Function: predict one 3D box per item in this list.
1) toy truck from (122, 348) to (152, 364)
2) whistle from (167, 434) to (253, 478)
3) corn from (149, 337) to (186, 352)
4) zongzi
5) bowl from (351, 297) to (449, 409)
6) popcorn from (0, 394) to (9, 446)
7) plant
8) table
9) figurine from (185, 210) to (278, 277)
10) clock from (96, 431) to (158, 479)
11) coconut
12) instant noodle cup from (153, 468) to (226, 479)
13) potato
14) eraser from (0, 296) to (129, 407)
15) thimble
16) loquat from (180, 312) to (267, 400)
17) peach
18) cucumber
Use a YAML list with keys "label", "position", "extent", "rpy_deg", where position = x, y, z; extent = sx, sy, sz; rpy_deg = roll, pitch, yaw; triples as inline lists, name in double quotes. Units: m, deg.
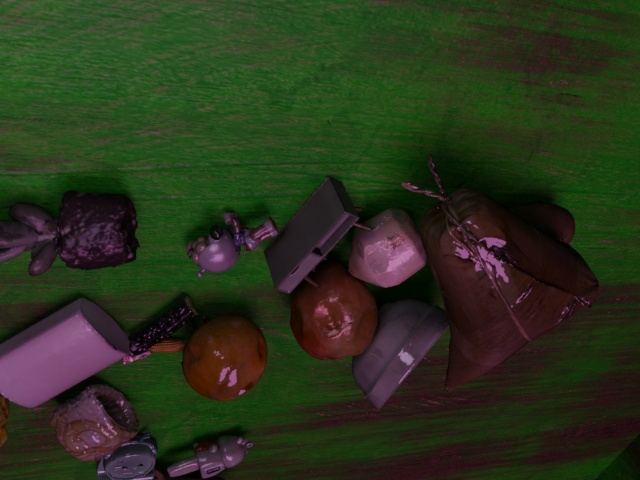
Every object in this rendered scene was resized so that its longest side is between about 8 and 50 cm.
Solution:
- label: "toy truck"
  position: [-0.445, 0.272, 1.638]
  extent: [0.083, 0.024, 0.032]
  rpy_deg: [-20, 115, -5]
- label: "whistle"
  position: [-0.316, 0.627, 1.987]
  extent: [0.253, 0.106, 0.102]
  rpy_deg: [-17, 106, -16]
- label: "corn"
  position: [-0.366, 0.250, 1.640]
  extent: [0.092, 0.037, 0.037]
  rpy_deg: [5, 130, -27]
- label: "zongzi"
  position: [0.278, 0.129, 1.465]
  extent: [0.499, 0.218, 0.467]
  rpy_deg: [27, 113, -30]
- label: "bowl"
  position: [0.188, 0.268, 1.746]
  extent: [0.307, 0.163, 0.307]
  rpy_deg: [-49, 166, -17]
- label: "popcorn"
  position: [-0.801, 0.387, 1.491]
  extent: [0.236, 0.206, 0.252]
  rpy_deg: [-21, 107, 18]
- label: "plant"
  position: [-0.478, -0.007, 1.263]
  extent: [0.274, 0.149, 0.146]
  rpy_deg: [-5, 160, -9]
- label: "table"
  position: [0.000, 0.000, 1.482]
  extent: [0.111, 0.122, 0.240]
  rpy_deg: [23, 121, -36]
- label: "figurine"
  position: [-0.187, 0.000, 1.432]
  extent: [0.197, 0.094, 0.147]
  rpy_deg: [-33, 159, 0]
- label: "clock"
  position: [-0.529, 0.600, 1.898]
  extent: [0.159, 0.066, 0.211]
  rpy_deg: [0, 132, -24]
- label: "coconut"
  position: [0.142, 0.023, 1.526]
  extent: [0.182, 0.171, 0.171]
  rpy_deg: [-33, 136, 2]
- label: "instant noodle cup"
  position: [-0.401, 0.794, 2.045]
  extent: [0.255, 0.244, 0.244]
  rpy_deg: [13, 127, -43]
- label: "potato"
  position: [0.485, -0.015, 1.647]
  extent: [0.262, 0.165, 0.165]
  rpy_deg: [-22, 137, -4]
- label: "eraser"
  position: [-0.581, 0.252, 1.510]
  extent: [0.270, 0.095, 0.174]
  rpy_deg: [-30, 128, 6]
- label: "thimble"
  position: [-0.554, 0.442, 1.681]
  extent: [0.143, 0.137, 0.190]
  rpy_deg: [-30, 125, 7]
- label: "loquat"
  position: [-0.226, 0.269, 1.610]
  extent: [0.213, 0.213, 0.213]
  rpy_deg: [-12, 136, -12]
- label: "peach"
  position: [0.035, 0.157, 1.611]
  extent: [0.214, 0.214, 0.236]
  rpy_deg: [-8, 117, -16]
- label: "cucumber"
  position: [-0.363, 0.198, 1.573]
  extent: [0.187, 0.058, 0.058]
  rpy_deg: [-35, 136, 13]
